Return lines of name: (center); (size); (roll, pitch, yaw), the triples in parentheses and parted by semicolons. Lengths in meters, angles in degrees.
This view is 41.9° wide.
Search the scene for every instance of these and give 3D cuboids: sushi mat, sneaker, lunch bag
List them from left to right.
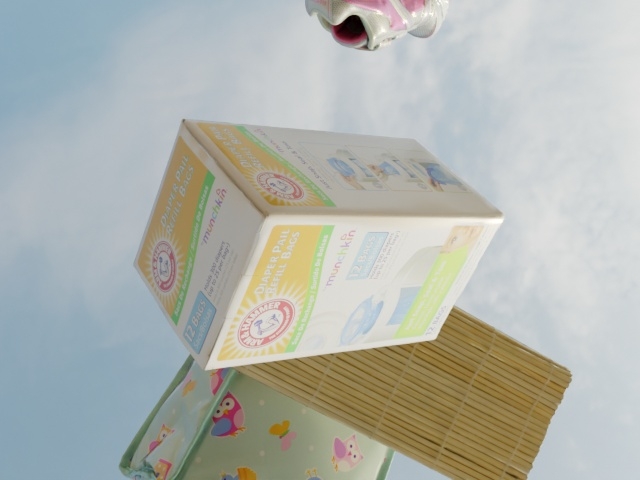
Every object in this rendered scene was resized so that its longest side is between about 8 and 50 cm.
lunch bag: (-0.036, 0.178, 0.852); (0.223, 0.160, 0.262); (37, -115, -20)
sneaker: (0.054, -0.265, 0.938); (0.103, 0.252, 0.111); (27, -80, 34)
sushi mat: (0.078, 0.116, 0.782); (0.316, 0.019, 0.151); (29, -104, -8)

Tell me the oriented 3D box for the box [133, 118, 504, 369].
box: (0.000, 0.000, 0.544); (0.203, 0.114, 0.103); (0, -144, -41)
